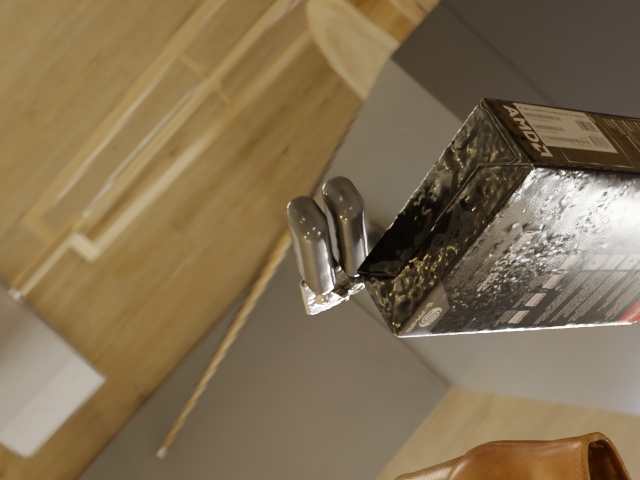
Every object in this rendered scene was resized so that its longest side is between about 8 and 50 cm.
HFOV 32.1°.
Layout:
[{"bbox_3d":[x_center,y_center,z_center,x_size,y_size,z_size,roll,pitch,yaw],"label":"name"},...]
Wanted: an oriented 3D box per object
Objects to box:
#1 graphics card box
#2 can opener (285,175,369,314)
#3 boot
[{"bbox_3d":[0.244,-0.013,1.094,0.371,0.232,0.094,-1,-131,-39],"label":"graphics card box"},{"bbox_3d":[0.000,0.000,1.111,0.095,0.076,0.283,58,172,21],"label":"can opener"},{"bbox_3d":[0.154,0.287,0.778,0.211,0.104,0.295,-20,80,49],"label":"boot"}]
